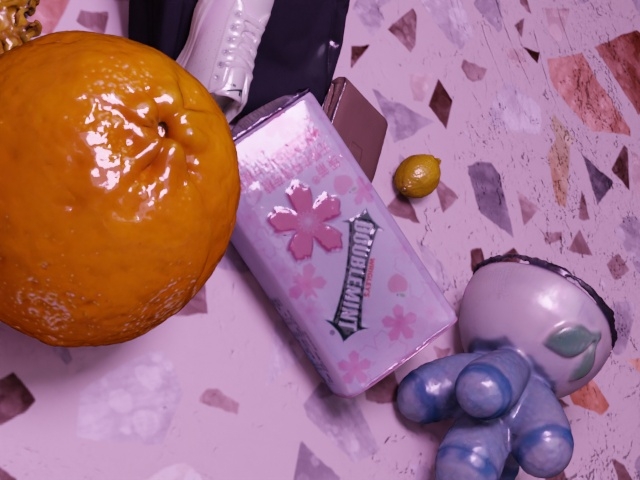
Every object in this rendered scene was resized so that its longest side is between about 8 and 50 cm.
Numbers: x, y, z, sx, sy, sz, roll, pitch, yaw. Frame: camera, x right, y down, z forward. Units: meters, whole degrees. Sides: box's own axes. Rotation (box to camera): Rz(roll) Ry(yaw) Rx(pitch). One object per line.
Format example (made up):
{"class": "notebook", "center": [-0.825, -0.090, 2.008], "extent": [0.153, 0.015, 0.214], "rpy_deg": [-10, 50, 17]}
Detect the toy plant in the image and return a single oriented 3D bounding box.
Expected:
{"class": "toy plant", "center": [0.243, 0.210, 1.712], "extent": [0.247, 0.247, 0.332], "rpy_deg": [46, 56, -16]}

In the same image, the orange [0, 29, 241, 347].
{"class": "orange", "center": [-0.244, -0.060, 1.342], "extent": [0.340, 0.293, 0.341], "rpy_deg": [18, 60, -33]}

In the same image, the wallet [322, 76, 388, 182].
{"class": "wallet", "center": [0.043, -0.147, 1.758], "extent": [0.152, 0.038, 0.118], "rpy_deg": [42, 60, -57]}

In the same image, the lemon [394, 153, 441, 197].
{"class": "lemon", "center": [0.145, -0.096, 1.848], "extent": [0.092, 0.065, 0.065], "rpy_deg": [-41, 100, -34]}

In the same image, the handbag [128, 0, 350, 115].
{"class": "handbag", "center": [-0.116, -0.298, 1.660], "extent": [0.301, 0.275, 0.178], "rpy_deg": [-9, 34, -40]}

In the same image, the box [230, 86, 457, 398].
{"class": "box", "center": [0.000, 0.000, 1.616], "extent": [0.190, 0.112, 0.370], "rpy_deg": [-37, 98, -17]}

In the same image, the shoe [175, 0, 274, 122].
{"class": "shoe", "center": [-0.110, -0.212, 1.508], "extent": [0.095, 0.265, 0.110], "rpy_deg": [17, 21, -45]}

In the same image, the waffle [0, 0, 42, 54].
{"class": "waffle", "center": [-0.427, -0.288, 1.455], "extent": [0.231, 0.051, 0.229], "rpy_deg": [23, 56, -33]}
